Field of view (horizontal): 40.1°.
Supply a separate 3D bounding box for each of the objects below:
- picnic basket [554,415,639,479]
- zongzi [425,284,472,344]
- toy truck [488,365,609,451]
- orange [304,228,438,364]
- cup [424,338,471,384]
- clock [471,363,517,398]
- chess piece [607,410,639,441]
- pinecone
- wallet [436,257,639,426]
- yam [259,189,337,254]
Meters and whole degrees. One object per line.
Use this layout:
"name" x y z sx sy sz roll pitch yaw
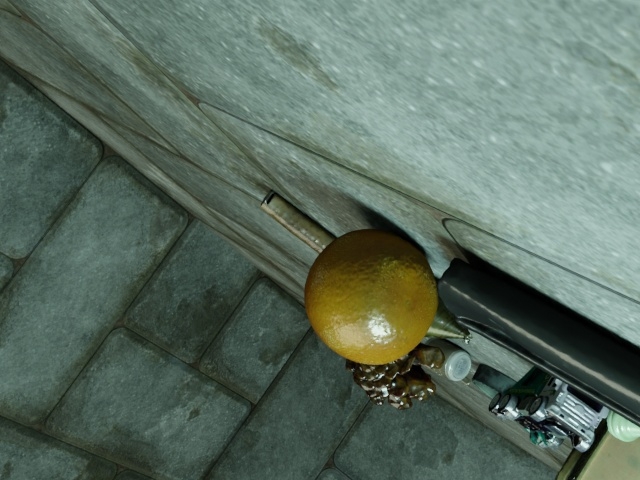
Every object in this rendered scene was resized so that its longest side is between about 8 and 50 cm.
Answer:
"picnic basket" 0.496 0.374 1.307 0.266 0.165 0.139 34 171 8
"zongzi" 0.165 0.125 1.426 0.242 0.112 0.221 30 170 29
"toy truck" 0.355 0.246 1.351 0.110 0.116 0.216 35 165 -3
"orange" 0.070 0.079 1.250 0.206 0.206 0.206 35 173 5
"cup" 0.279 0.275 1.932 0.099 0.074 0.102 22 129 54
"clock" 0.428 0.348 1.918 0.215 0.042 0.215 35 172 6
"chess piece" 0.457 0.256 1.178 0.059 0.059 0.149 38 167 -21
"pinecone" 0.157 0.237 1.807 0.229 0.202 0.201 8 139 52
"wallet" 0.337 0.162 1.074 0.406 0.062 0.228 31 172 28
"yam" 0.000 0.000 1.632 0.264 0.046 0.046 38 172 -6
